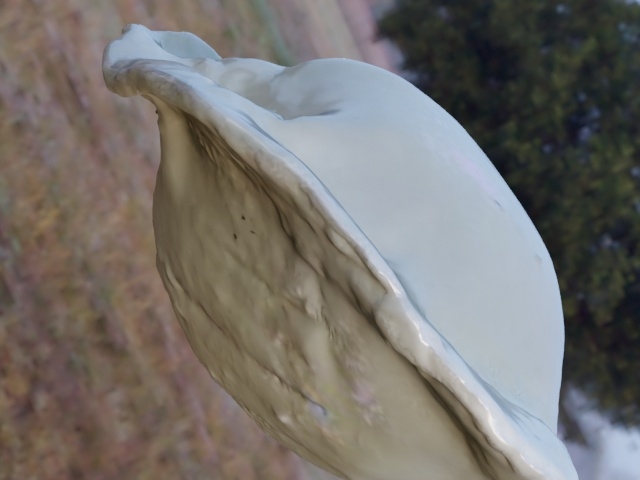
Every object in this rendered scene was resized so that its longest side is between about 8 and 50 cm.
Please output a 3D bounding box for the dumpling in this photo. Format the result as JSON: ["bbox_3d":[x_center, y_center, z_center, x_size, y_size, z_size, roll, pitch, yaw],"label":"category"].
[{"bbox_3d":[0.000,0.000,0.604,0.179,0.131,0.252,51,5,-32],"label":"dumpling"}]
